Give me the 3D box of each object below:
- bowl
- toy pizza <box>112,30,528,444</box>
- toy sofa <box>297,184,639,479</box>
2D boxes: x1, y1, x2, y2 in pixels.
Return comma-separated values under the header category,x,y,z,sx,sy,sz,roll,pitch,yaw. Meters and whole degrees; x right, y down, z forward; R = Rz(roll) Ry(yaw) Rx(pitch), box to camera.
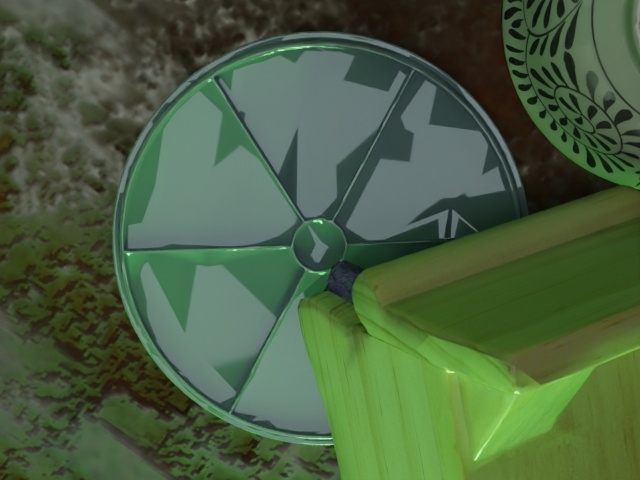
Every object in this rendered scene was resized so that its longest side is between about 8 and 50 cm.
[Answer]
category,x,y,z,sx,sy,sz,roll,pitch,yaw
bowl,0.169,-0.100,0.578,0.170,0.080,0.170,1,101,4
toy pizza,0.000,0.000,0.629,0.201,0.032,0.201,0,99,2
toy sofa,0.119,0.167,0.591,0.150,0.177,0.363,-17,106,-23
